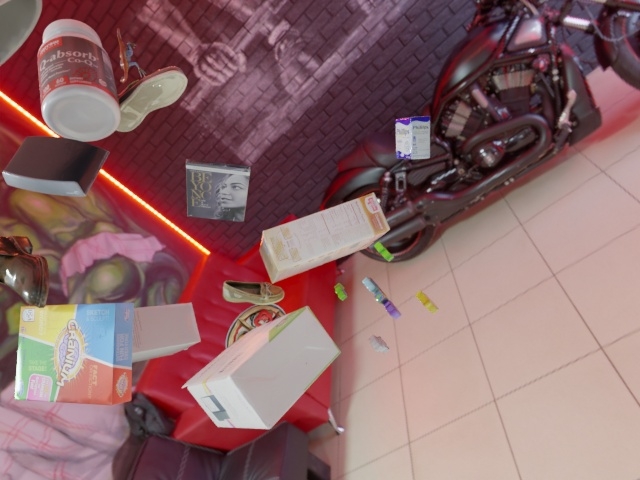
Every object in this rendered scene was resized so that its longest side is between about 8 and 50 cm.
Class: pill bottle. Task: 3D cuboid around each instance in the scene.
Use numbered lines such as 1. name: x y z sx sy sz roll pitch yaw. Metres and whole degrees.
1. pill bottle: -0.760 -0.506 1.372 0.210 0.210 0.362 -38 60 27

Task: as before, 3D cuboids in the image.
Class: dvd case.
1. dvd case: -0.288 -0.133 1.223 0.221 0.165 0.018 110 161 -51

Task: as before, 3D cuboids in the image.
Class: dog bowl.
1. dog bowl: -0.773 -0.477 0.973 0.349 0.102 0.348 -37 26 22

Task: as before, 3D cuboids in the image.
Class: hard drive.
1. hard drive: -0.737 -0.212 1.215 0.054 0.255 0.171 77 -155 -62

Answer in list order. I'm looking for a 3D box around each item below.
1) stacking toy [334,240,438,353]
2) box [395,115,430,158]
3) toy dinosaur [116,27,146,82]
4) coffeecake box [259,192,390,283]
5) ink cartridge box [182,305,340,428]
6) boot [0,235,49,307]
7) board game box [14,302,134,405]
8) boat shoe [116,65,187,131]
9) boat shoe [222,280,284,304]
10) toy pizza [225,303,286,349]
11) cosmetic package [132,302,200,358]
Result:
1. stacking toy: 0.146 0.133 1.040 0.167 0.052 0.221 -45 55 11
2. box: 0.311 -0.347 1.486 0.072 0.137 0.126 -6 13 -13
3. toy dinosaur: -0.417 -0.379 0.925 0.047 0.090 0.082 -9 61 22
4. coffeecake box: 0.000 0.000 0.721 0.186 0.068 0.142 -20 -9 -14
5. ink cartridge box: -0.140 0.274 0.916 0.207 0.119 0.353 -38 3 -36
6. boot: -0.504 0.048 0.685 0.219 0.106 0.082 25 101 41
7. board game box: -0.622 0.280 1.108 0.317 0.064 0.242 -5 81 19
8. boat shoe: -0.574 -0.481 1.443 0.325 0.117 0.096 -27 60 23
9. boat shoe: -0.164 0.124 1.089 0.056 0.153 0.048 -98 17 -51
10. toy pizza: -0.173 0.273 1.247 0.201 0.201 0.032 -52 41 -10
11. cosmetic package: -0.611 0.317 1.446 0.197 0.155 0.366 -28 -17 31
